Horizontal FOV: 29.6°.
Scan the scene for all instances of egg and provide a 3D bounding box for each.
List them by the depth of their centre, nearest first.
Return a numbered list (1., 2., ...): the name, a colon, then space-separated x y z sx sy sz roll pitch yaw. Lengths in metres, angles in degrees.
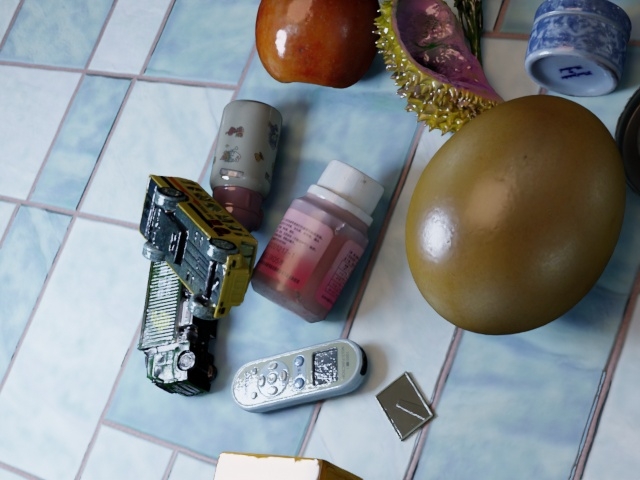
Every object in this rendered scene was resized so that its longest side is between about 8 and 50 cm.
1. egg: 0.270 -0.036 1.673 0.282 0.282 0.351 26 86 40

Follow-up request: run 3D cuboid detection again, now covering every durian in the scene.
1. durian: 0.160 -0.297 1.949 0.154 0.186 0.260 -37 41 24

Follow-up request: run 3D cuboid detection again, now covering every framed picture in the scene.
1. framed picture: 0.125 0.247 1.810 0.066 0.007 0.089 -41 52 10

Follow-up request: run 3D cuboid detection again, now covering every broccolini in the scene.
1. broccolini: 0.242 -0.359 1.998 0.058 0.074 0.201 0 69 16

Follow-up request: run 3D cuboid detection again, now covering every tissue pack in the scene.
1. tissue pack: -0.064 0.459 1.746 0.194 0.145 0.274 -1 67 32

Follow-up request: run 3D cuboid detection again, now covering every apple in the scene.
1. apple: -0.004 -0.364 2.069 0.218 0.218 0.201 10 99 37

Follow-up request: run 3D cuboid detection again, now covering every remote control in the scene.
1. remote control: -0.033 0.216 1.908 0.244 0.047 0.087 -16 56 28

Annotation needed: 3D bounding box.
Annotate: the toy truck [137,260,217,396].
1. toy truck: -0.234 0.134 2.059 0.121 0.088 0.259 -11 60 28

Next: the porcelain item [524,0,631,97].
1. porcelain item: 0.387 -0.294 1.812 0.147 0.147 0.114 4 69 35

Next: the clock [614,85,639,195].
1. clock: 0.525 -0.146 1.701 0.226 0.049 0.226 -16 63 33

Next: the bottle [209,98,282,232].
1. bottle: -0.135 -0.121 2.104 0.110 0.110 0.233 -6 65 32

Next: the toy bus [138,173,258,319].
1. toy bus: -0.192 0.005 1.933 0.335 0.123 0.121 41 121 52

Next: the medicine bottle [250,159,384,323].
1. medicine bottle: 0.000 0.000 1.931 0.147 0.147 0.247 25 82 40
